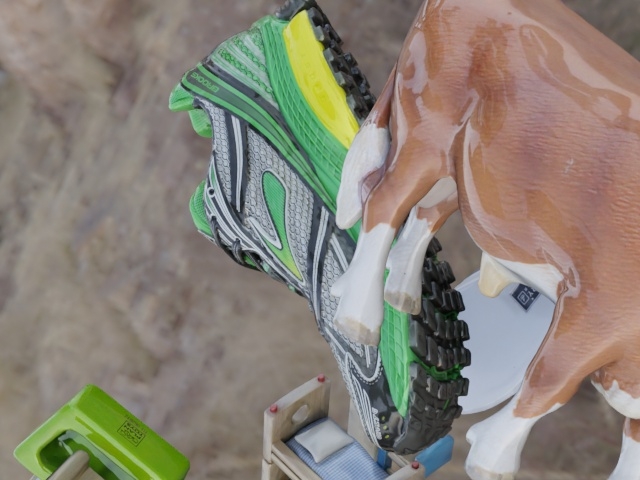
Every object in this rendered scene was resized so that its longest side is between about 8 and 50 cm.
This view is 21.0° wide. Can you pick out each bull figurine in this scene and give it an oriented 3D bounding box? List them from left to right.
[{"bbox_3d":[0.110,0.003,0.693,0.188,0.101,0.310,-60,37,17],"label":"bull figurine"}]

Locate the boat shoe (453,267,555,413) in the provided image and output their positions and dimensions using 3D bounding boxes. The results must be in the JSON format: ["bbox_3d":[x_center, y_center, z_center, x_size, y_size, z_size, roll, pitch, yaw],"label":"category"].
[{"bbox_3d":[0.163,0.036,1.259,0.095,0.084,0.258,54,132,12],"label":"boat shoe"}]

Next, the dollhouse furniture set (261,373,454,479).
[{"bbox_3d":[0.061,0.174,1.458,0.129,0.183,0.129,40,145,31],"label":"dollhouse furniture set"}]

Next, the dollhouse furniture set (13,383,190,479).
[{"bbox_3d":[-0.148,0.235,0.893,0.151,0.197,0.301,-51,-1,25],"label":"dollhouse furniture set"}]

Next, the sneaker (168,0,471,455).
[{"bbox_3d":[0.000,0.000,1.203,0.146,0.134,0.344,-28,61,11],"label":"sneaker"}]
